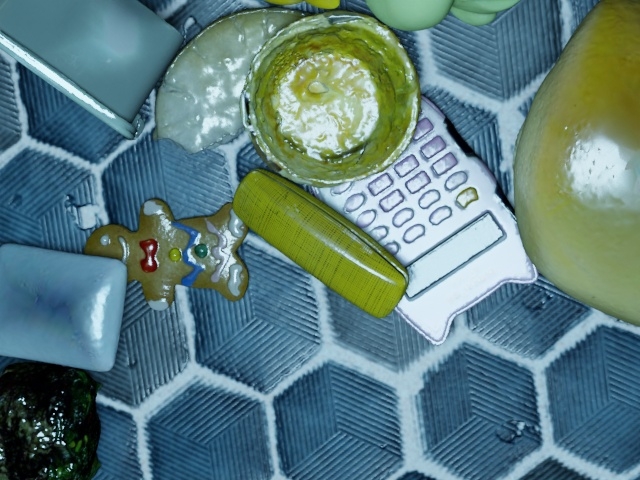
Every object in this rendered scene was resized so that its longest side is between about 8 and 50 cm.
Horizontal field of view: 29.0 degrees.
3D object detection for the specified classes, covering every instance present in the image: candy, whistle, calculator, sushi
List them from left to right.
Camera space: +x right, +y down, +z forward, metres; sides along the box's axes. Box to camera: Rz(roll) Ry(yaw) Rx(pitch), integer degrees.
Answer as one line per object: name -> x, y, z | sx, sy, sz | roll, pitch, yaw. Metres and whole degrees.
sushi -> -0.338, 0.260, 1.502 | 0.127, 0.124, 0.225 | 10, 96, 6
candy -> -0.320, 0.081, 1.498 | 0.174, 0.071, 0.138 | 8, 89, 16
calculator -> 0.115, -0.036, 1.470 | 0.194, 0.043, 0.294 | -35, 89, 9
whistle -> 0.164, -0.314, 1.401 | 0.294, 0.141, 0.141 | -12, 96, -21

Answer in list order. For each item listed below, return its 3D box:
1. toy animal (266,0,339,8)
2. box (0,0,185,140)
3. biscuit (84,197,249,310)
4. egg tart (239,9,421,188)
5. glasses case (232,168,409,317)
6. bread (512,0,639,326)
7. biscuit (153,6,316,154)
toy animal -> -0.022, -0.380, 1.392 | 0.156, 0.156, 0.230 | 17, 95, 3
box -> -0.277, -0.237, 1.403 | 0.243, 0.163, 0.135 | 35, 89, -20
biscuit -> -0.189, 0.018, 1.509 | 0.205, 0.031, 0.138 | 2, 97, 7
egg tart -> 0.011, -0.158, 1.407 | 0.212, 0.090, 0.213 | 1, 98, 5
glasses case -> 0.000, 0.000, 1.443 | 0.234, 0.064, 0.079 | 36, 124, 10
bread -> 0.397, -0.068, 1.334 | 0.376, 0.253, 0.348 | 22, 102, 4
biscuit -> -0.081, -0.203, 1.466 | 0.290, 0.038, 0.141 | -21, 94, 7
